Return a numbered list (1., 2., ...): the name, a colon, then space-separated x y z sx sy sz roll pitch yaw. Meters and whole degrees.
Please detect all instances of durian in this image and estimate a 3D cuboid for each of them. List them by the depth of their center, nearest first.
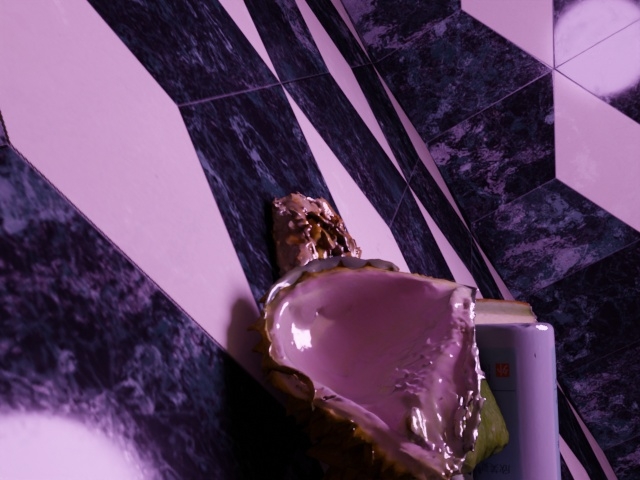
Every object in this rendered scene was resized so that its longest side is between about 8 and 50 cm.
1. durian: 0.029 0.104 0.733 0.195 0.186 0.305 29 40 -5

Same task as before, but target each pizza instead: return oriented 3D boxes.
1. pizza: 0.000 0.000 0.969 0.226 0.069 0.147 21 45 -66

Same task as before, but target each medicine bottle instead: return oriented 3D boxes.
1. medicine bottle: 0.250 0.282 1.011 0.110 0.110 0.352 14 74 -69

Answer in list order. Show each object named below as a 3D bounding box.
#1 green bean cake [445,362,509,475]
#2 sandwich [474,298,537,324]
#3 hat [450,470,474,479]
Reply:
1. green bean cake: 0.108 0.163 0.924 0.222 0.124 0.248 25 36 -61
2. sandwich: 0.206 0.205 1.189 0.155 0.227 0.199 -82 175 -67
3. hat: 0.219 0.334 1.086 0.166 0.081 0.122 37 64 -22
